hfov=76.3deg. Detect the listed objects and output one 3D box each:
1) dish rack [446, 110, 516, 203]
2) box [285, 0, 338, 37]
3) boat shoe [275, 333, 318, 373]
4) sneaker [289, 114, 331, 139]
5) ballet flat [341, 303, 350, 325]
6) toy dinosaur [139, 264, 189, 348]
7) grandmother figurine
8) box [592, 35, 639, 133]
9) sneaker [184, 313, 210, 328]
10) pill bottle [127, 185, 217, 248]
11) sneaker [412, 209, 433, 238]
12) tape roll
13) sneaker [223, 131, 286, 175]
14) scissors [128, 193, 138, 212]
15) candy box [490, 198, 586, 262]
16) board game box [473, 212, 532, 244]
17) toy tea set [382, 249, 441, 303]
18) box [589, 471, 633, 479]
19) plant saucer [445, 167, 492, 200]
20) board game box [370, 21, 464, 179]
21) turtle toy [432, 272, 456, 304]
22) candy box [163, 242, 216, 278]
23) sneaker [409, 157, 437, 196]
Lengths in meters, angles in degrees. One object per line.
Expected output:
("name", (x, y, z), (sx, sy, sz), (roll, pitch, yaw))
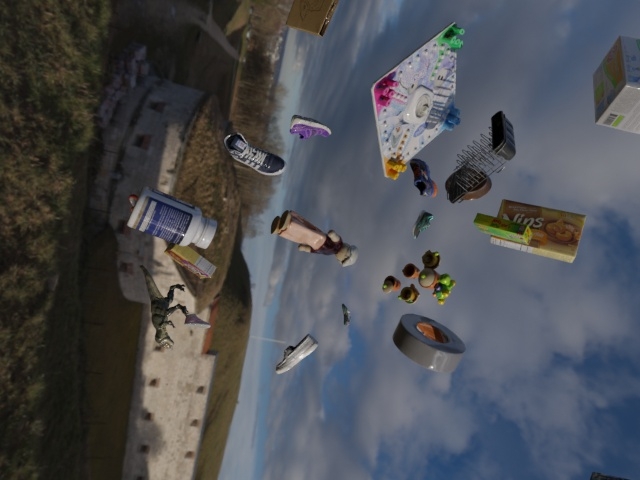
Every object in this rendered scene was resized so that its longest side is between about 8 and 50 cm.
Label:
("dish rack", (0.482, -0.246, 1.263), (0.271, 0.074, 0.208), (-46, -166, 44))
("box", (-0.017, -0.688, 1.180), (0.201, 0.021, 0.165), (43, -67, 42))
("boat shoe", (-0.094, 0.397, 1.433), (0.184, 0.063, 0.066), (-38, -179, 14))
("sneaker", (-0.038, -0.360, 1.328), (0.068, 0.169, 0.071), (42, -62, 36))
("ballet flat", (0.135, 0.381, 2.099), (0.041, 0.041, 0.115), (132, -46, -69))
("toy dinosaur", (-0.463, 0.190, 1.224), (0.064, 0.118, 0.269), (71, 3, -85))
("grandmother figurine", (0.000, 0.000, 1.473), (0.207, 0.342, 0.104), (-10, -122, 58))
("box", (0.732, -0.372, 0.965), (0.114, 0.103, 0.203), (94, 15, -57))
("sneaker", (-0.635, 0.414, 2.111), (0.051, 0.134, 0.070), (-51, -144, 45))
("pill bottle", (-0.317, -0.043, 0.885), (0.094, 0.169, 0.094), (-44, -147, 39))
("sneaker", (0.548, -0.083, 2.180), (0.167, 0.076, 0.065), (-64, 147, -7))
("tape roll", (0.344, 0.322, 1.298), (0.219, 0.219, 0.073), (-107, -144, -69))
("sneaker", (-0.288, -0.373, 1.747), (0.099, 0.282, 0.153), (-65, 165, -9))
("scissors", (-0.529, -0.076, 1.364), (0.021, 0.296, 0.109), (-51, 154, -44))
("candy box", (0.888, -0.044, 1.679), (0.183, 0.316, 0.087), (-68, 152, -11))
("board game box", (0.656, -0.043, 1.469), (0.181, 0.092, 0.043), (21, -97, 42))
("toy tea set", (0.425, 0.182, 1.924), (0.336, 0.124, 0.200), (-38, -134, 32))
("box", (0.635, 0.583, 0.895), (0.137, 0.027, 0.094), (-37, -172, -35))
("plant saucer", (0.557, -0.221, 1.539), (0.029, 0.168, 0.169), (68, 20, -47))
("board game box", (0.346, -0.454, 1.384), (0.390, 0.050, 0.390), (-41, 143, -15))
("turtle toy", (0.485, 0.183, 1.606), (0.095, 0.066, 0.130), (-42, 155, -40))
("candy box", (-0.516, 0.077, 1.615), (0.109, 0.186, 0.053), (-12, -138, 51))
("sneaker", (0.499, -0.313, 2.023), (0.221, 0.087, 0.083), (66, -29, 19))
